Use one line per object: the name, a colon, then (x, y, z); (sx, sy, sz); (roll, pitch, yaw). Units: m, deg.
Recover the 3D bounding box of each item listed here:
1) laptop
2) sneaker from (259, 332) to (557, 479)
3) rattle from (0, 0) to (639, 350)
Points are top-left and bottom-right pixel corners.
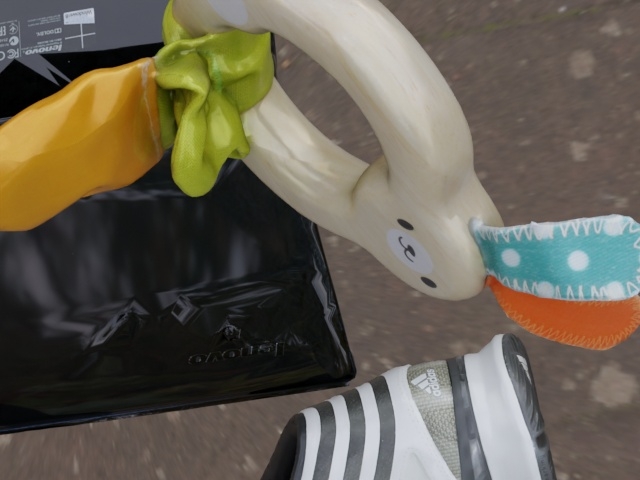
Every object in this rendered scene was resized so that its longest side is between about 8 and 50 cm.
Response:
laptop: (-0.198, -0.093, 1.302); (0.381, 0.236, 0.408); (-9, 71, 8)
sneaker: (0.076, 0.276, 1.457); (0.257, 0.169, 0.448); (-13, 124, 5)
rattle: (0.000, 0.000, 0.613); (0.200, 0.130, 0.143); (48, 50, -1)
